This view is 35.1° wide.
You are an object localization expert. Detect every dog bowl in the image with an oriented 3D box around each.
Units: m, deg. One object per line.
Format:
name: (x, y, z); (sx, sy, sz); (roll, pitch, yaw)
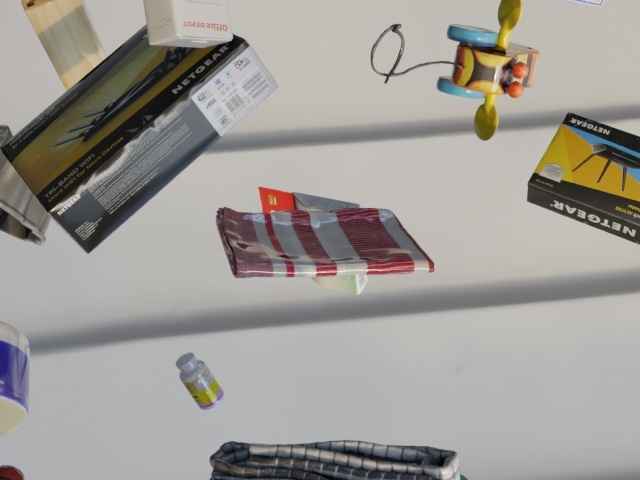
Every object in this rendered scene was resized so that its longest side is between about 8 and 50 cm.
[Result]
dog bowl: (-0.520, 0.190, 1.338); (0.265, 0.264, 0.104); (97, -14, -63)

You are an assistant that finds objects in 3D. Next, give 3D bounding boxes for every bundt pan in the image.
bundt pan: (-0.556, -0.126, 1.605); (0.331, 0.330, 0.124); (109, 7, -75)

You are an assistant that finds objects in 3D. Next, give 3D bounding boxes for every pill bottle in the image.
pill bottle: (-0.177, 0.203, 1.470); (0.083, 0.043, 0.043); (61, 5, -24)

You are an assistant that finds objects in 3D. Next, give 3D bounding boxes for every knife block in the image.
knife block: (-0.404, -0.305, 1.710); (0.275, 0.088, 0.242); (-136, -158, -75)

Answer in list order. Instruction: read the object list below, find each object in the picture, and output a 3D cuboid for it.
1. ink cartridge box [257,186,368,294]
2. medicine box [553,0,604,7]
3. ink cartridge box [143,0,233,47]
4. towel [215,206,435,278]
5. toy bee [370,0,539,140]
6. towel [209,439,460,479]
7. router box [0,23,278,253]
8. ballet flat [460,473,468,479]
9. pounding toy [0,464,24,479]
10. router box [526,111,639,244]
ink cartridge box: (-0.023, -0.002, 1.939); (0.056, 0.224, 0.181); (-51, 143, -45)
medicine box: (0.355, -0.541, 1.523); (0.263, 0.149, 0.289); (51, -51, 42)
ink cartridge box: (-0.150, -0.276, 1.113); (0.052, 0.088, 0.123); (-8, -89, 39)
towel: (0.000, 0.000, 1.684); (0.237, 0.329, 0.037); (-120, -148, -63)
toy bee: (0.228, -0.224, 1.385); (0.162, 0.298, 0.195); (25, -46, 37)
towel: (0.019, 0.338, 1.120); (0.121, 0.283, 0.235); (-66, 150, -53)
router box: (-0.235, -0.153, 1.273); (0.243, 0.309, 0.081); (37, -13, 52)
ballet flat: (0.200, 0.499, 1.704); (0.247, 0.083, 0.087); (-53, 164, -55)
pounding toy: (-0.439, 0.404, 1.523); (0.237, 0.183, 0.110); (-17, -137, 45)
router box: (0.373, -0.078, 1.298); (0.133, 0.179, 0.046); (-57, 156, -25)
